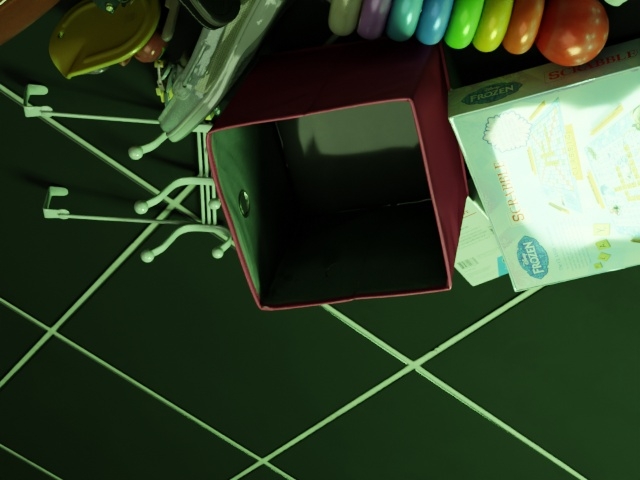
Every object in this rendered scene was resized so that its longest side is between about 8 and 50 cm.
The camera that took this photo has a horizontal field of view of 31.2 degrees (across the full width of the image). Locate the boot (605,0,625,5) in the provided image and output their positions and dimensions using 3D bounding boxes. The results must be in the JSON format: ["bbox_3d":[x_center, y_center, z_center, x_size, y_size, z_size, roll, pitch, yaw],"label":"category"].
[{"bbox_3d":[0.356,-0.363,1.244,0.123,0.095,0.258,24,146,-13],"label":"boot"}]

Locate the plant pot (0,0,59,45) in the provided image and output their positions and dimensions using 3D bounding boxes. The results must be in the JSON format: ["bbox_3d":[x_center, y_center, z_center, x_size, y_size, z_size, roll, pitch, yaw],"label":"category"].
[{"bbox_3d":[-0.439,-0.365,1.381,0.236,0.267,0.267,-19,102,17],"label":"plant pot"}]

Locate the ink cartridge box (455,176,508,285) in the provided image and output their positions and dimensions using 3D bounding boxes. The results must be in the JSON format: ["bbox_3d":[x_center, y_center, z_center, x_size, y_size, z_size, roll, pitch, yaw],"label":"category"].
[{"bbox_3d":[0.214,-0.025,1.657,0.104,0.060,0.180,-24,123,36],"label":"ink cartridge box"}]

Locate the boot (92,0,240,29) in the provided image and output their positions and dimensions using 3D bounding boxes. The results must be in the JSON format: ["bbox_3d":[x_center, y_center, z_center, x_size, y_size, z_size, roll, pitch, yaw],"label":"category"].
[{"bbox_3d":[-0.210,-0.332,1.442,0.236,0.085,0.178,56,137,5],"label":"boot"}]

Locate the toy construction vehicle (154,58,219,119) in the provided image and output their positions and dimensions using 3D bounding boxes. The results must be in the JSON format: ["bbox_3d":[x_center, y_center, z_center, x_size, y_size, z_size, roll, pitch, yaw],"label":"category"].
[{"bbox_3d":[-0.192,-0.215,1.633,0.086,0.035,0.098,9,137,12],"label":"toy construction vehicle"}]

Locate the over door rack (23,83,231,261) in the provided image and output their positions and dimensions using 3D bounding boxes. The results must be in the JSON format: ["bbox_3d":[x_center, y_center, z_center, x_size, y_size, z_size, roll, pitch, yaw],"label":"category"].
[{"bbox_3d":[-0.300,-0.089,1.752,0.324,0.108,0.239,12,136,9],"label":"over door rack"}]

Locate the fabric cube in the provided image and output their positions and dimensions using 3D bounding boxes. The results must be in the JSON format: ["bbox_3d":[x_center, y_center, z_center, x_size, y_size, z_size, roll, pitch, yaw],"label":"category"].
[{"bbox_3d":[0.035,-0.095,1.447,0.259,0.258,0.254,-7,117,16],"label":"fabric cube"}]

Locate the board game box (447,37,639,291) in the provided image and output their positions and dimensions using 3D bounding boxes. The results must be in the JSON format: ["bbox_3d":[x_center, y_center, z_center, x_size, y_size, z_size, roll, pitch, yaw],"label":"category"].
[{"bbox_3d":[0.362,-0.095,1.483,0.318,0.066,0.318,-13,128,17],"label":"board game box"}]

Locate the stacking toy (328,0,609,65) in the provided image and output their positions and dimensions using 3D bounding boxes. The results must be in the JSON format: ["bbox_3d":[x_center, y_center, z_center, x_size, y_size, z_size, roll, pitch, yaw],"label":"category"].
[{"bbox_3d":[0.181,-0.284,1.369,0.330,0.141,0.141,12,138,-2],"label":"stacking toy"}]

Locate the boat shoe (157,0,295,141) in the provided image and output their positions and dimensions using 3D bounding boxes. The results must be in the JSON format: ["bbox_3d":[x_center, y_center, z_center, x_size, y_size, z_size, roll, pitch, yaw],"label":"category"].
[{"bbox_3d":[-0.136,-0.260,1.510,0.103,0.118,0.320,38,130,-3],"label":"boat shoe"}]

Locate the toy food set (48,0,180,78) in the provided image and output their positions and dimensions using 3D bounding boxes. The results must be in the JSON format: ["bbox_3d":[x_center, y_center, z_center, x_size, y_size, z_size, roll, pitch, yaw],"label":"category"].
[{"bbox_3d":[-0.259,-0.274,1.544,0.218,0.128,0.071,-12,150,24],"label":"toy food set"}]
